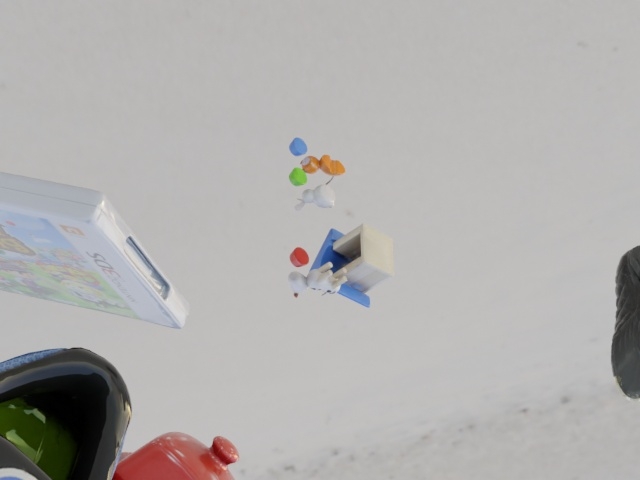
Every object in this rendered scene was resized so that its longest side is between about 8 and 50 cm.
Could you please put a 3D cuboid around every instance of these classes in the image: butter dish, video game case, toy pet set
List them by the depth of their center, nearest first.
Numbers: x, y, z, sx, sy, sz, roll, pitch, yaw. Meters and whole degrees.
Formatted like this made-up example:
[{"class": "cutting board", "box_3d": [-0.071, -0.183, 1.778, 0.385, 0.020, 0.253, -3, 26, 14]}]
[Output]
[{"class": "video game case", "box_3d": [-0.208, -0.001, 0.721, 0.212, 0.023, 0.193, 11, 160, 14]}, {"class": "toy pet set", "box_3d": [0.000, 0.000, 0.911, 0.114, 0.122, 0.065, 27, 137, -33]}, {"class": "butter dish", "box_3d": [-0.134, 0.251, 1.152, 0.118, 0.160, 0.160, -44, 168, 0]}]

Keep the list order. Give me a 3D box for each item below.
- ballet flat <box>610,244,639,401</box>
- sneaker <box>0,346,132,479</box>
[{"class": "ballet flat", "box_3d": [0.317, 0.083, 1.103, 0.057, 0.173, 0.049, 8, 147, 9]}, {"class": "sneaker", "box_3d": [-0.169, 0.135, 0.417, 0.147, 0.130, 0.330, -37, -167, 27]}]
